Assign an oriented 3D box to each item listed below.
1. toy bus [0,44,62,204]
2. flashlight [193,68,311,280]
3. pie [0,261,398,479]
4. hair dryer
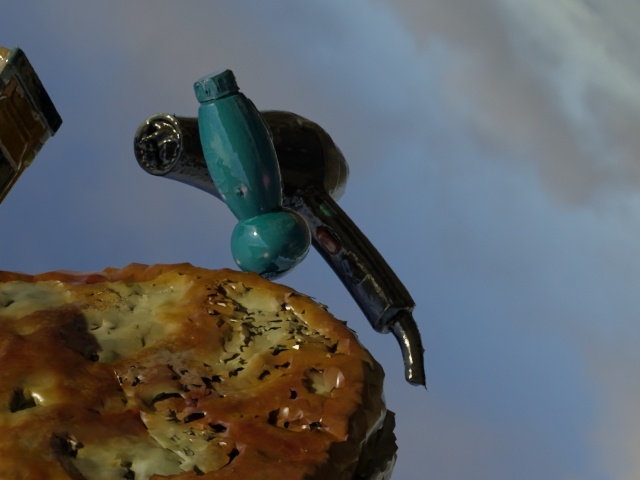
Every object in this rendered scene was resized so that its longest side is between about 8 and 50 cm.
[{"bbox_3d":[-0.278,-0.096,0.965,0.182,0.103,0.091,20,156,23],"label":"toy bus"},{"bbox_3d":[-0.045,-0.038,0.860,0.051,0.051,0.129,-66,-43,-75],"label":"flashlight"},{"bbox_3d":[-0.101,0.100,0.719,0.308,0.085,0.308,2,-150,-1],"label":"pie"},{"bbox_3d":[0.000,0.000,1.067,0.271,0.091,0.235,47,-160,24],"label":"hair dryer"}]
